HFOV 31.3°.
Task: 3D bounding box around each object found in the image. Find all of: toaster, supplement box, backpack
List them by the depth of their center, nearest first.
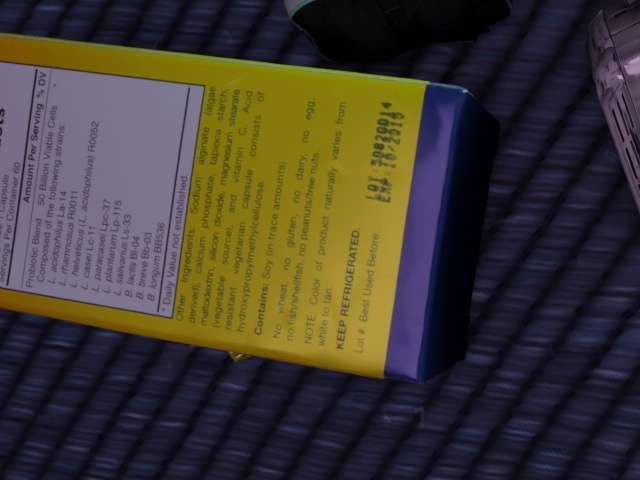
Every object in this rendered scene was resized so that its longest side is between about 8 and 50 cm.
[{"bbox_3d":[0.279,-0.090,0.798,0.146,0.129,0.227,-18,115,18],"label":"toaster"},{"bbox_3d":[0.049,-0.208,0.819,0.166,0.188,0.144,-9,93,15],"label":"backpack"},{"bbox_3d":[-0.066,-0.027,0.846,0.357,0.195,0.194,9,92,15],"label":"supplement box"}]

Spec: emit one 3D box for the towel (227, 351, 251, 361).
[{"bbox_3d":[0.000,0.000,0.938,0.237,0.021,0.102,-33,88,14],"label":"towel"}]
